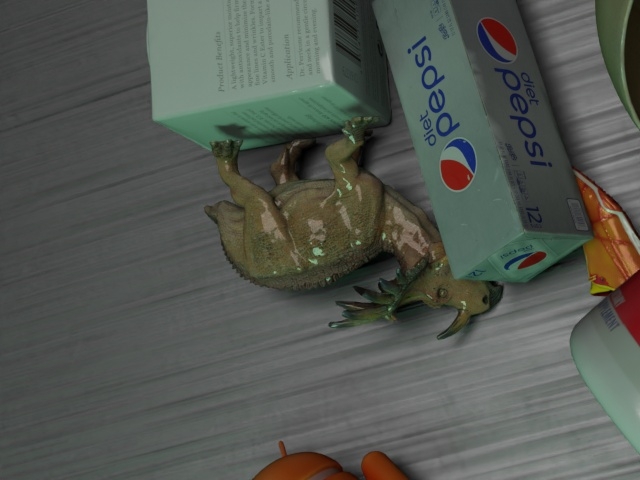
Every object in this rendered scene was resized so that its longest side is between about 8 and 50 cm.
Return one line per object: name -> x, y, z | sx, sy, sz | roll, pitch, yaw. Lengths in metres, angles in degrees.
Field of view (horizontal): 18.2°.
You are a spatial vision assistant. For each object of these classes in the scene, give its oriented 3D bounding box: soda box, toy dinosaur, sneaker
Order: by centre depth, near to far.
sneaker -> 0.249, 0.008, 1.733 | 0.067, 0.064, 0.175 | -36, 68, 9
soda box -> 0.140, -0.110, 1.760 | 0.098, 0.091, 0.286 | -38, 60, 43
toy dinosaur -> 0.000, 0.000, 1.815 | 0.295, 0.127, 0.200 | -7, 86, 28

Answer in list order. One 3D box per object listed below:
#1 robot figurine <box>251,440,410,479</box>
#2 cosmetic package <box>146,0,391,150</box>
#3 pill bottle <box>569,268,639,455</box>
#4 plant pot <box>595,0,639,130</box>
robot figurine -> 0.013, 0.271, 1.750 | 0.219, 0.128, 0.158 | 39, 117, 23
cosmetic package -> -0.048, -0.180, 1.848 | 0.183, 0.151, 0.151 | -8, 76, 21
pill bottle -> 0.416, 0.033, 1.568 | 0.407, 0.229, 0.229 | -41, 67, 10
plant pot -> 0.343, -0.213, 1.652 | 0.284, 0.284, 0.191 | -45, 31, 9
